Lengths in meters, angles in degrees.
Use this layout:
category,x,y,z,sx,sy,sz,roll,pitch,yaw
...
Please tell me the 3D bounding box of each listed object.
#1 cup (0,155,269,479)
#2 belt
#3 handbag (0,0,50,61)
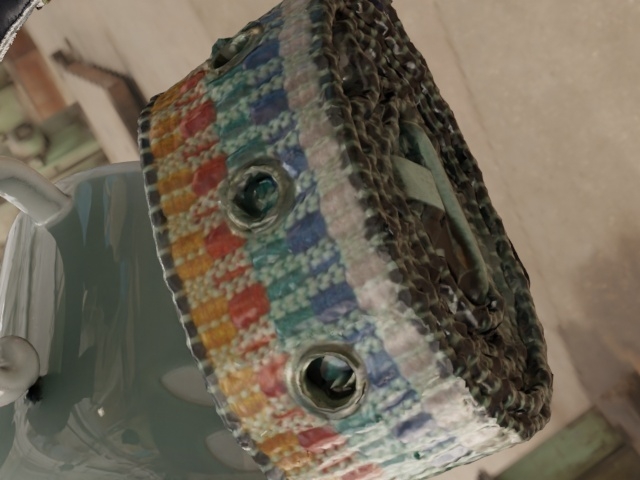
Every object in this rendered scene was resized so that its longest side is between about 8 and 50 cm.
category,x,y,z,sx,sy,sz,roll,pitch,yaw
cup,-0.150,0.098,0.853,0.356,0.259,0.275,45,-150,-41
belt,0.000,0.000,0.666,0.206,0.160,0.295,5,-122,-62
handbag,-0.307,-0.339,1.097,0.329,0.121,0.304,-13,74,56
